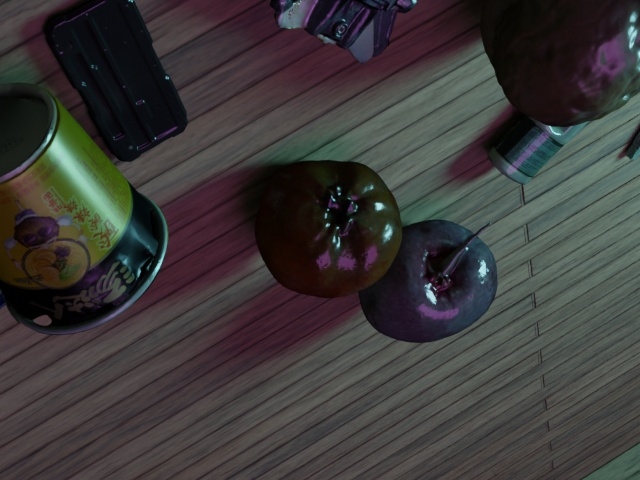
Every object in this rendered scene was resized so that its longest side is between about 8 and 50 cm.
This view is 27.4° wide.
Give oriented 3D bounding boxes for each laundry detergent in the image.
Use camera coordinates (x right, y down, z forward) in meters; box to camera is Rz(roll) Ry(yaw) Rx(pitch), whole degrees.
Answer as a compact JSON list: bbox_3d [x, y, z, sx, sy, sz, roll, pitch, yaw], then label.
[{"bbox_3d":[0.355,-0.184,1.971,0.226,0.070,0.099,-46,140,19],"label":"laundry detergent"}]

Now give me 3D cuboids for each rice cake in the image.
[{"bbox_3d":[0.547,-0.184,2.194,0.022,0.021,0.121,-19,146,-41],"label":"rice cake"}]

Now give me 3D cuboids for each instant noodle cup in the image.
[{"bbox_3d":[-0.304,-0.045,1.445,0.215,0.215,0.236,-31,139,-6],"label":"instant noodle cup"}]

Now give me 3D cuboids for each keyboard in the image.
[{"bbox_3d":[-0.227,-0.182,1.488,0.106,0.016,0.262,-31,148,-6],"label":"keyboard"}]

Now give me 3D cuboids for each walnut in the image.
[{"bbox_3d":[0.320,-0.266,1.668,0.248,0.248,0.248,-24,147,-17],"label":"walnut"}]

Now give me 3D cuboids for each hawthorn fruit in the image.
[{"bbox_3d":[0.000,0.000,1.804,0.199,0.199,0.251,-20,161,-22],"label":"hawthorn fruit"}]

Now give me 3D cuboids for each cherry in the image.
[{"bbox_3d":[0.162,0.067,2.021,0.213,0.183,0.266,-9,156,-13],"label":"cherry"}]

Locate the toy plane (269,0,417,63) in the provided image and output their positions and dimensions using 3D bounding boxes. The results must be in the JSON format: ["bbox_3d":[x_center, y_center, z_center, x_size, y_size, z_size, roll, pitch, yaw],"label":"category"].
[{"bbox_3d":[0.091,-0.347,1.476,0.204,0.103,0.316,14,124,-50],"label":"toy plane"}]

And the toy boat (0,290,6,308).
[{"bbox_3d":[-0.389,0.050,1.610,0.229,0.080,0.046,-38,114,6],"label":"toy boat"}]
